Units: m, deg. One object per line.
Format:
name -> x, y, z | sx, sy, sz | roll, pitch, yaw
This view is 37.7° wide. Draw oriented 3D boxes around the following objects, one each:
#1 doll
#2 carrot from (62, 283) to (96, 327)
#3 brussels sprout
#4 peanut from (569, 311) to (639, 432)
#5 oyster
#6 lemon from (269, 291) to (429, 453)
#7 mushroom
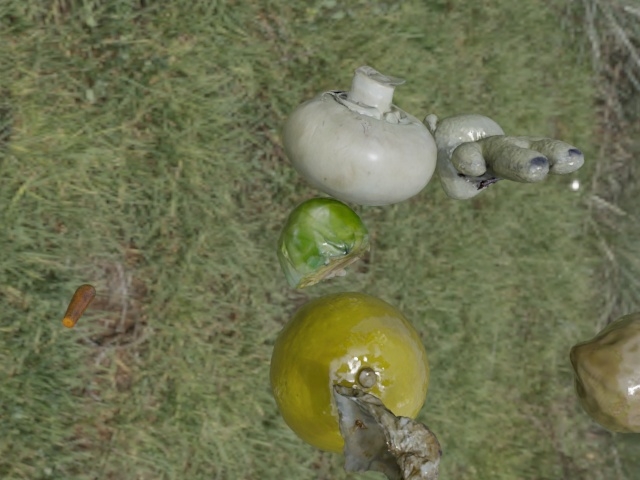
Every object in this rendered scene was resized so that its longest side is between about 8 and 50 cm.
doll -> 0.286, -0.125, 1.515 | 0.175, 0.278, 0.149 | 22, 90, -31
carrot -> -0.368, 0.098, 1.430 | 0.093, 0.032, 0.032 | -75, 151, -58
brussels sprout -> -0.002, -0.005, 1.455 | 0.122, 0.149, 0.151 | 63, -9, 16
peanut -> 0.464, 0.195, 1.252 | 0.387, 0.192, 0.169 | 15, 124, -40
oyster -> 0.107, 0.320, 1.506 | 0.107, 0.232, 0.162 | -29, 125, -25
lemon -> 0.057, 0.262, 1.867 | 0.348, 0.347, 0.348 | -9, 101, -53
mushroom -> 0.064, -0.169, 1.469 | 0.246, 0.246, 0.202 | -9, 118, -53
